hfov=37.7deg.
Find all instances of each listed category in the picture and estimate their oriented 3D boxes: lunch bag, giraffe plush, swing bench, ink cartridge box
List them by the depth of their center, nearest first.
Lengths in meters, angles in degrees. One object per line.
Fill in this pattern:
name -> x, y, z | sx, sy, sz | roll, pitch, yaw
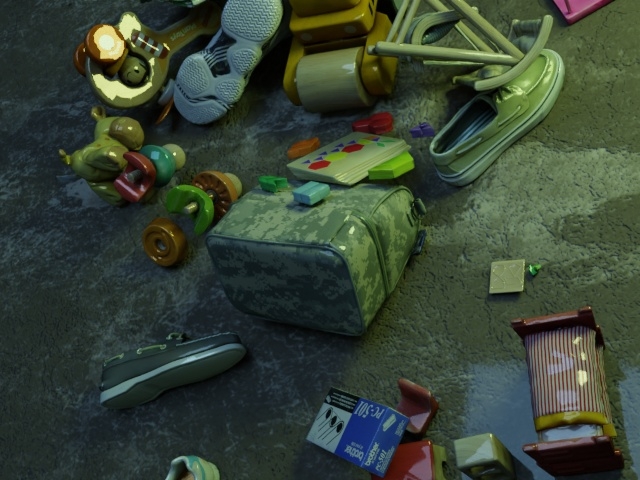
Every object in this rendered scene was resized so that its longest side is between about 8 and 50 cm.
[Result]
ink cartridge box -> 0.054, 0.293, 1.452 | 0.097, 0.046, 0.207 | -63, 21, -11
swing bench -> 0.231, -0.349, 1.606 | 0.255, 0.253, 0.165 | 22, 100, -4
lunch bag -> 0.000, 0.000, 1.609 | 0.305, 0.212, 0.256 | 6, 44, 31
giraffe plush -> -0.434, -0.190, 1.978 | 0.210, 0.181, 0.170 | 8, 56, 17

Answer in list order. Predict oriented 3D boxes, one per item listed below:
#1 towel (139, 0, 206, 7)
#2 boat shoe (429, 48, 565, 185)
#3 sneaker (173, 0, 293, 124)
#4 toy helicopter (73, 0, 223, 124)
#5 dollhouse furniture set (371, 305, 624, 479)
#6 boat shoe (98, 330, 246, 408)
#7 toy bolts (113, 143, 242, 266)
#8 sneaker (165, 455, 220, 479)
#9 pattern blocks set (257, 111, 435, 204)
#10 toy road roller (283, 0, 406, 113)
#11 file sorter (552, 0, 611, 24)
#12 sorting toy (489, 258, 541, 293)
towel -> -0.242, -0.566, 2.038 | 0.248, 0.038, 0.325 | -29, 25, -20
boat shoe -> 0.312, -0.225, 1.636 | 0.302, 0.094, 0.109 | -49, 53, -4
sneaker -> -0.160, -0.402, 1.957 | 0.137, 0.210, 0.366 | 41, 126, 0
toy helicopter -> -0.342, -0.403, 2.039 | 0.355, 0.235, 0.140 | -40, 11, -25
dollhouse furniture set -> 0.240, 0.248, 1.378 | 0.374, 0.152, 0.201 | -14, 58, 21
boat shoe -> -0.275, 0.217, 1.699 | 0.305, 0.109, 0.091 | -23, 60, 20
toy bolts -> -0.285, -0.088, 1.864 | 0.228, 0.158, 0.218 | 41, 128, 9
sneaker -> -0.241, 0.470, 1.552 | 0.088, 0.092, 0.228 | 1, 66, 27
pattern blocks set -> 0.052, -0.144, 1.638 | 0.325, 0.026, 0.285 | -24, 26, -23
toy road roller -> 0.023, -0.434, 1.813 | 0.203, 0.240, 0.329 | -4, 62, 27
file sorter -> 0.512, -0.575, 1.667 | 0.291, 0.182, 0.202 | -29, 54, 11
sorting toy -> 0.318, 0.059, 1.528 | 0.083, 0.012, 0.062 | -6, 57, 29
